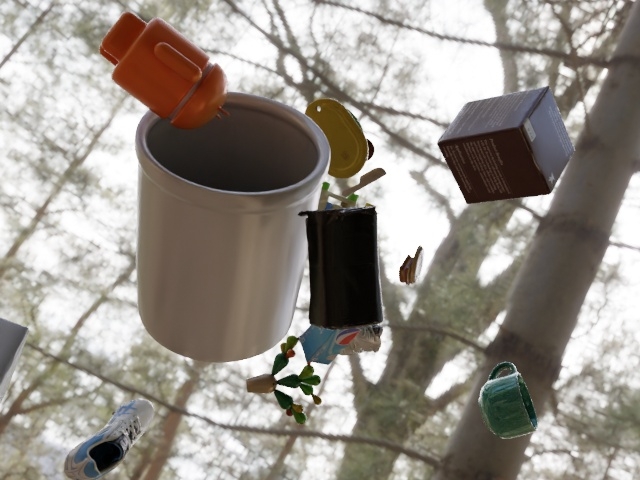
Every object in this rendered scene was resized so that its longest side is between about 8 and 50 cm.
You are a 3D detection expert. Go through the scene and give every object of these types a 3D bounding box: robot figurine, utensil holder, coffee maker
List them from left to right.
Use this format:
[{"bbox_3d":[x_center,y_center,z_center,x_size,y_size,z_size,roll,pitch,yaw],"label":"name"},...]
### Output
[{"bbox_3d":[-0.238,-0.262,1.331,0.219,0.128,0.158,37,-50,-15],"label":"robot figurine"},{"bbox_3d":[-0.168,-0.021,1.514,0.327,0.327,0.385,24,-50,18],"label":"utensil holder"},{"bbox_3d":[0.031,0.041,1.253,0.120,0.178,0.171,-4,2,0],"label":"coffee maker"}]

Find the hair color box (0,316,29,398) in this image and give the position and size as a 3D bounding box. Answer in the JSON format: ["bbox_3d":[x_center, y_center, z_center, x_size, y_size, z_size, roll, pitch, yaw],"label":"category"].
[{"bbox_3d":[-0.445,0.207,0.821,0.185,0.374,0.113,23,-58,-12],"label":"hair color box"}]

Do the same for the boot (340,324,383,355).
[{"bbox_3d":[0.091,0.208,2.062,0.123,0.095,0.258,-3,-27,5],"label":"boot"}]

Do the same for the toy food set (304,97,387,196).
[{"bbox_3d":[0.052,-0.203,1.793,0.128,0.071,0.218,-37,-97,31],"label":"toy food set"}]

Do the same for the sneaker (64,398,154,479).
[{"bbox_3d":[-0.383,0.380,1.605,0.086,0.237,0.085,-2,-70,27],"label":"sneaker"}]

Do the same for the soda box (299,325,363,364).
[{"bbox_3d":[0.041,0.189,1.901,0.067,0.071,0.210,15,-52,-35],"label":"soda box"}]

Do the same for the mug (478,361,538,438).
[{"bbox_3d":[0.402,0.355,1.832,0.097,0.158,0.129,-21,-77,17],"label":"mug"}]

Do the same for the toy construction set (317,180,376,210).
[{"bbox_3d":[-0.013,-0.086,2.190,0.215,0.151,0.328,19,-11,-21],"label":"toy construction set"}]

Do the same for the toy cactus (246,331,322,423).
[{"bbox_3d":[-0.089,0.335,2.048,0.180,0.219,0.112,-5,13,-5],"label":"toy cactus"}]

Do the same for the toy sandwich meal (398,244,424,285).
[{"bbox_3d":[0.173,0.046,1.595,0.029,0.085,0.085,12,-26,18],"label":"toy sandwich meal"}]

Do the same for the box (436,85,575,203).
[{"bbox_3d":[0.388,-0.196,1.768,0.203,0.167,0.168,-5,-55,42],"label":"box"}]
